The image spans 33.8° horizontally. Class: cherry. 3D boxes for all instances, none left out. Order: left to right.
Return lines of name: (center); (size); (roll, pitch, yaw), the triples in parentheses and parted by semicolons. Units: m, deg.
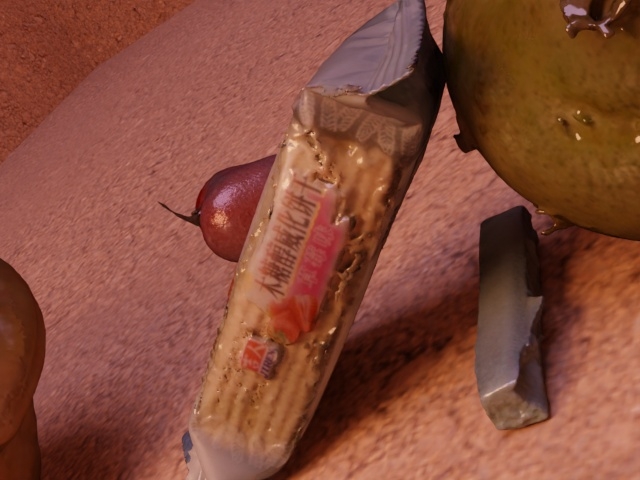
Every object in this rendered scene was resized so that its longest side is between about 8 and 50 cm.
cherry: (-0.060, -0.025, 0.940); (0.126, 0.087, 0.106); (-11, 22, 18)

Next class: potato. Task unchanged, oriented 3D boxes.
potato: (0.221, -0.168, 0.557); (0.359, 0.219, 0.270); (-46, -1, -25)

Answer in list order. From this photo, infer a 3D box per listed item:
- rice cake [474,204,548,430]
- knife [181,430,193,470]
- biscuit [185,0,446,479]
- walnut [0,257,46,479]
rice cake: (0.111, 0.036, 0.596); (0.042, 0.030, 0.180); (-26, 25, 24)
knife: (-0.044, 0.162, 0.624); (0.044, 0.019, 0.313); (-44, 19, -7)
biscuit: (0.001, -0.003, 0.629); (0.186, 0.079, 0.309); (-69, -1, -60)
walnut: (-0.393, 0.135, 0.774); (0.383, 0.383, 0.383); (-34, 21, 15)
